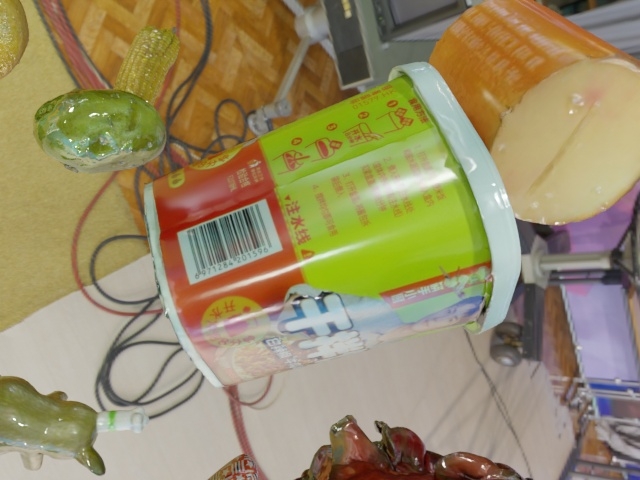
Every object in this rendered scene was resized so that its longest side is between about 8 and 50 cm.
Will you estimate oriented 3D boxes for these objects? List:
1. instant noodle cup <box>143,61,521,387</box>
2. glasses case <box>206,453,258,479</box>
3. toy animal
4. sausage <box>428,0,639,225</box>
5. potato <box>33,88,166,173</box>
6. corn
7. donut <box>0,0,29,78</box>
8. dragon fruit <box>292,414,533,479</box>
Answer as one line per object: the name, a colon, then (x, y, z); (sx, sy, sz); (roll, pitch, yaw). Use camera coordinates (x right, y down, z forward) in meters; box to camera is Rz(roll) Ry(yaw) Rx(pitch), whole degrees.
instant noodle cup: (0.000, 0.000, 0.623); (0.307, 0.294, 0.294); (-18, 102, -3)
glasses case: (-0.198, 0.472, 1.089); (0.194, 0.073, 0.049); (-41, 119, -3)
toy animal: (-0.588, 0.419, 1.320); (0.362, 0.180, 0.181); (22, 62, -19)
sausage: (0.288, -0.186, 0.817); (0.233, 0.233, 0.287); (49, 17, -33)
potato: (-0.402, -0.207, 1.102); (0.253, 0.186, 0.149); (-8, 71, -63)
corn: (-0.394, -0.351, 1.303); (0.102, 0.101, 0.313); (40, 49, -37)
donut: (-0.732, -0.423, 1.189); (0.277, 0.108, 0.278); (-14, 129, -19)
dragon fruit: (0.051, 0.224, 0.265); (0.244, 0.244, 0.299); (51, 12, -31)
